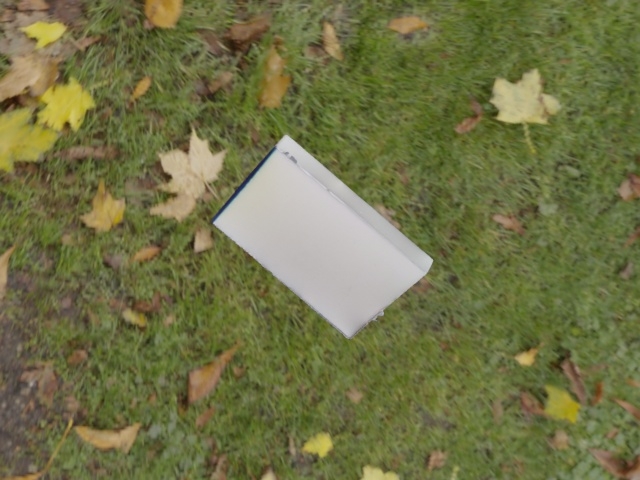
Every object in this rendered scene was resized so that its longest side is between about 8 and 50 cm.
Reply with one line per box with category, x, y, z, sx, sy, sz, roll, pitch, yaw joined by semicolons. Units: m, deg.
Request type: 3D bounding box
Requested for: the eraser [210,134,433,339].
eraser;0.000;0.000;0.762;0.150;0.023;0.104;40;129;-6
